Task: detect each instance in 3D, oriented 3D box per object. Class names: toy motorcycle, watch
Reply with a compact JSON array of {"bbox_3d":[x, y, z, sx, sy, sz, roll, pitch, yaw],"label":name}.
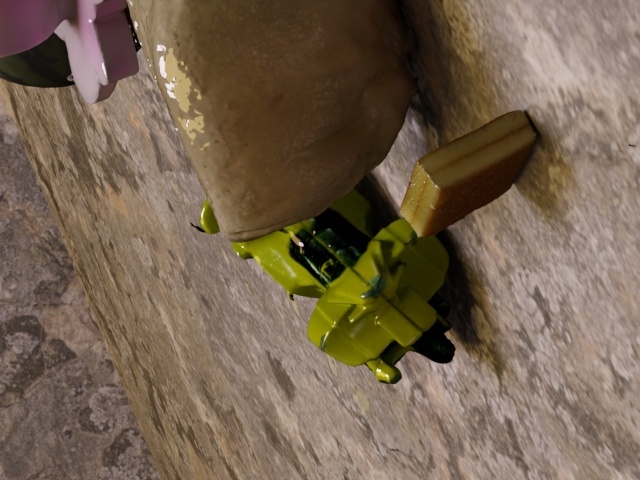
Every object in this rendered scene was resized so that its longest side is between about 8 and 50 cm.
[{"bbox_3d":[0.002,-0.002,1.694,0.206,0.142,0.342,30,-173,-34],"label":"toy motorcycle"},{"bbox_3d":[-0.305,-0.236,1.723,0.248,0.217,0.211,-125,29,-47],"label":"watch"}]

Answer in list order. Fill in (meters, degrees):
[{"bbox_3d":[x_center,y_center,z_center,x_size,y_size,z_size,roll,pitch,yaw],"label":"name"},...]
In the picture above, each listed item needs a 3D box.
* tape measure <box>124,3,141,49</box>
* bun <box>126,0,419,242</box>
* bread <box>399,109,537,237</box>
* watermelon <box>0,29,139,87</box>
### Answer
[{"bbox_3d":[-0.139,-0.284,1.764,0.223,0.135,0.202,-177,74,-71],"label":"tape measure"},{"bbox_3d":[-0.032,-0.151,1.471,0.281,0.204,0.282,155,90,-89],"label":"bun"},{"bbox_3d":[0.108,-0.048,1.346,0.035,0.090,0.094,57,162,15],"label":"bread"},{"bbox_3d":[-0.307,-0.311,2.001,0.279,0.279,0.359,55,-178,37],"label":"watermelon"}]
